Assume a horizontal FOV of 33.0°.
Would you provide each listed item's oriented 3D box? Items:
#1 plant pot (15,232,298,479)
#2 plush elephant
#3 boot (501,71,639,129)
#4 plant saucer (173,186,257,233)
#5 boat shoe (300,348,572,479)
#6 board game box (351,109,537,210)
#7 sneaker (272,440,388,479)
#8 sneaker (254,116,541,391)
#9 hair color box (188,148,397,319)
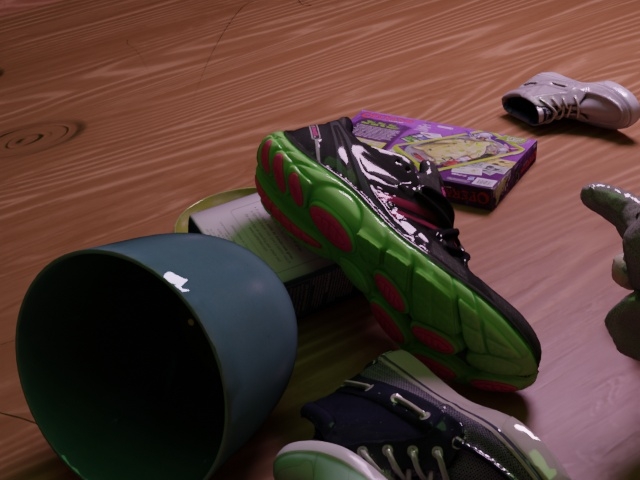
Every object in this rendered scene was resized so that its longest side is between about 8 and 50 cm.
[{"bbox_3d":[-0.164,0.122,1.255,0.293,0.293,0.235,13,20,27],"label":"plant pot"},{"bbox_3d":[0.431,-0.003,1.289,0.255,0.272,0.330,8,27,-33],"label":"plush elephant"},{"bbox_3d":[0.454,-0.242,1.996,0.123,0.095,0.258,-28,29,-25],"label":"boot"},{"bbox_3d":[-0.109,-0.015,1.711,0.240,0.037,0.241,-3,29,2],"label":"plant saucer"},{"bbox_3d":[0.115,0.245,1.172,0.158,0.127,0.340,-26,28,-22],"label":"boat shoe"},{"bbox_3d":[0.180,-0.147,1.896,0.346,0.056,0.208,14,39,28],"label":"board game box"},{"bbox_3d":[0.010,0.301,1.096,0.256,0.094,0.151,22,42,39],"label":"sneaker"},{"bbox_3d":[0.119,-0.007,1.399,0.202,0.185,0.483,-32,65,-27],"label":"sneaker"},{"bbox_3d":[0.000,0.000,1.563,0.347,0.105,0.174,-20,53,-25],"label":"hair color box"}]
